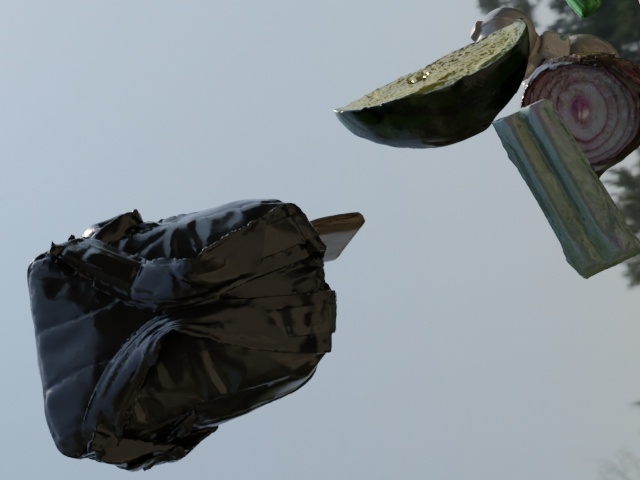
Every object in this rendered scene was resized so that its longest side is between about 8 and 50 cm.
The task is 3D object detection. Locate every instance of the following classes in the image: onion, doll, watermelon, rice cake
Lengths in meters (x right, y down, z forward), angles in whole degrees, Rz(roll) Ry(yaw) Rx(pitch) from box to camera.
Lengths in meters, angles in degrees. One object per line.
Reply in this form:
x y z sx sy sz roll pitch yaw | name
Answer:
0.383 -0.157 1.555 0.140 0.195 0.218 -34 -56 -56 | onion
0.386 -0.315 1.888 0.287 0.151 0.151 20 -122 -23 | doll
0.175 -0.212 1.509 0.129 0.301 0.123 57 172 36 | watermelon
0.295 -0.065 1.323 0.226 0.085 0.040 60 -148 4 | rice cake

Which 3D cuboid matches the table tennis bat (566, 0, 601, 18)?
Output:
0.395 -0.482 1.916 0.257 0.160 0.039 54 -156 23 | table tennis bat

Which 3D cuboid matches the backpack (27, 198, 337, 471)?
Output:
-0.184 0.107 1.498 0.255 0.446 0.363 42 -151 -67 | backpack

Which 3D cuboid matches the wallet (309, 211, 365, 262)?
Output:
0.000 0.000 1.864 0.118 0.152 0.038 -9 -112 -28 | wallet
